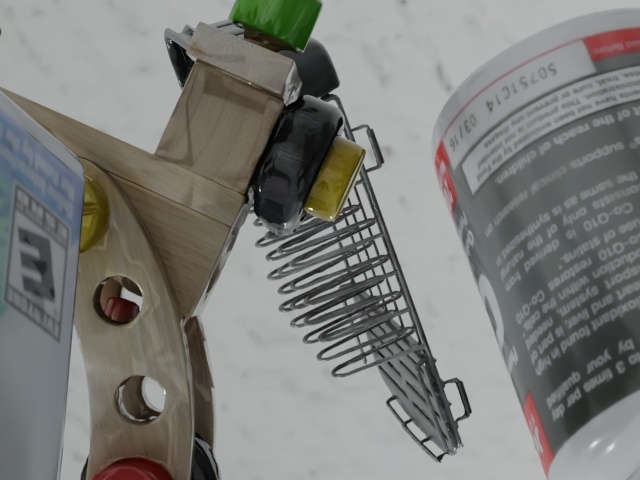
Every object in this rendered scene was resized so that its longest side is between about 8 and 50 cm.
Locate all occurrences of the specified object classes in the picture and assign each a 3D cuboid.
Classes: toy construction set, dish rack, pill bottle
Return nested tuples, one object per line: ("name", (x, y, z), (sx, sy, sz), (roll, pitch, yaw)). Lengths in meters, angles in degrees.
("toy construction set", (-0.126, -0.032, 0.742), (0.237, 0.257, 0.309), (-60, -27, 5))
("dish rack", (0.000, 0.000, 1.084), (0.208, 0.074, 0.271), (-132, 21, -73))
("pill bottle", (0.168, 0.043, 0.908), (0.161, 0.161, 0.283), (40, -152, -56))

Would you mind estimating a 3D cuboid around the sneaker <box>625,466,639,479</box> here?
("sneaker", (0.128, 0.118, 0.419), (0.292, 0.169, 0.108), (-51, -57, -15))

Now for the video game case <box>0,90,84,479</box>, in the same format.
("video game case", (-0.165, 0.028, 0.411), (0.329, 0.036, 0.300), (45, -143, -48))
